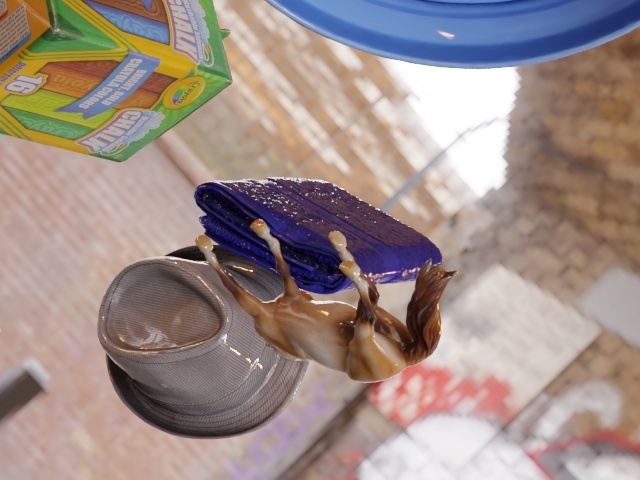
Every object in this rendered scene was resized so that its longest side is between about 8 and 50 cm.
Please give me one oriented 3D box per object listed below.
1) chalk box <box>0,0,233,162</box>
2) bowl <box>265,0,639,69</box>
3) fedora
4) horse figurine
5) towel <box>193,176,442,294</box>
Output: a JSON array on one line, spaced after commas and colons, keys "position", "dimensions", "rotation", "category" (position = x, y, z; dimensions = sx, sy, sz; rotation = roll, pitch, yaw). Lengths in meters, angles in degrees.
[{"position": [-0.215, -0.202, 1.799], "dimensions": [0.289, 0.180, 0.179], "rotation": [13, 54, -44], "category": "chalk box"}, {"position": [0.100, -0.283, 1.158], "dimensions": [0.391, 0.391, 0.077], "rotation": [55, 25, -37], "category": "bowl"}, {"position": [-0.157, 0.103, 2.160], "dimensions": [0.275, 0.244, 0.124], "rotation": [18, -12, 31], "category": "fedora"}, {"position": [0.008, 0.061, 1.554], "dimensions": [0.263, 0.066, 0.174], "rotation": [7, -42, 40], "category": "horse figurine"}, {"position": [0.000, 0.000, 2.229], "dimensions": [0.227, 0.076, 0.308], "rotation": [31, 15, 22], "category": "towel"}]
